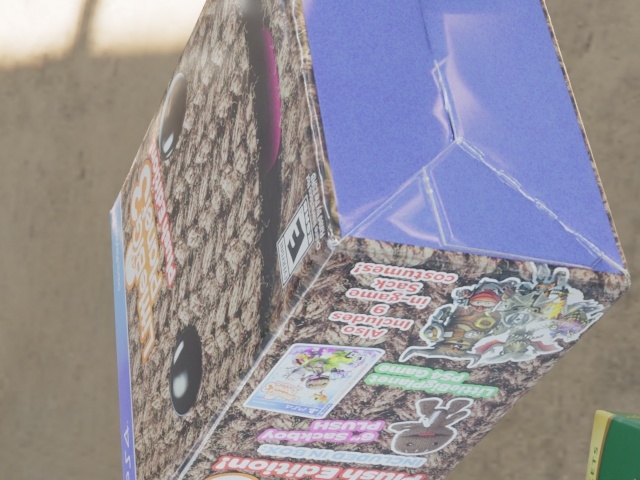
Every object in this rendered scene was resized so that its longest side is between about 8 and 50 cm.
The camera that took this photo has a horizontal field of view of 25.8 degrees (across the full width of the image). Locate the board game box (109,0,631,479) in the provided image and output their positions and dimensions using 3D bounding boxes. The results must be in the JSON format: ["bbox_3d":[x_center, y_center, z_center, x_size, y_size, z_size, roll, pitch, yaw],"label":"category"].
[{"bbox_3d":[0.000,0.000,0.722,0.291,0.141,0.232,123,147,-46],"label":"board game box"}]

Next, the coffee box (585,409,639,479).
[{"bbox_3d":[0.128,0.120,0.430,0.184,0.040,0.113,-167,84,-79],"label":"coffee box"}]
